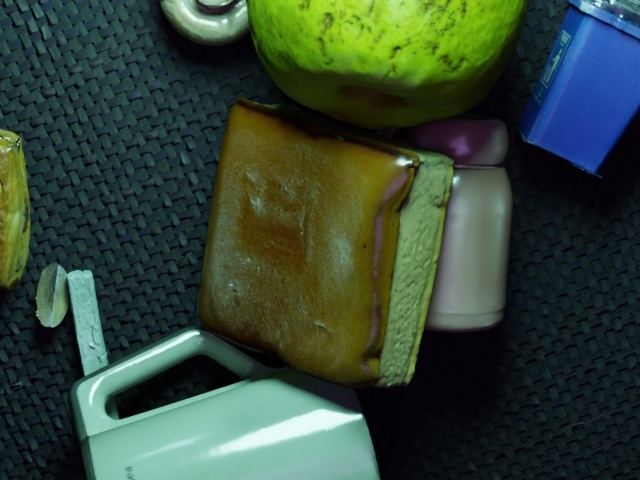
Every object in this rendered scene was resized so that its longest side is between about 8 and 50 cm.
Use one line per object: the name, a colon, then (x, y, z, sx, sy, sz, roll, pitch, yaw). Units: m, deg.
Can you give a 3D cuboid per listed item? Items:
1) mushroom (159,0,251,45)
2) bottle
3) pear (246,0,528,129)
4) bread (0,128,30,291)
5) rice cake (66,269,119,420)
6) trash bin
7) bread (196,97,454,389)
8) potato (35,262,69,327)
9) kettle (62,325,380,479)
mushroom: (-0.142, -0.346, 1.735, 0.166, 0.127, 0.166, 0, 95, 1)
bottle: (0.164, -0.035, 1.790, 0.206, 0.173, 0.296, 8, 103, 20)
pear: (0.086, -0.337, 1.628, 0.391, 0.391, 0.391, 0, 102, -2)
bread: (-0.507, -0.052, 1.804, 0.210, 0.099, 0.235, 8, 107, -1)
rice cake: (-0.330, 0.163, 1.876, 0.042, 0.045, 0.245, -11, 101, -8)
trash bin: (0.385, -0.217, 1.765, 0.184, 0.162, 0.234, 25, 105, -6)
bread: (0.000, 0.000, 1.732, 0.324, 0.143, 0.333, 18, 103, 37)
potato: (-0.385, 0.080, 1.867, 0.037, 0.036, 0.093, 1, 83, 34)
kettle: (-0.142, 0.283, 1.793, 0.377, 0.250, 0.361, -15, 66, -11)
